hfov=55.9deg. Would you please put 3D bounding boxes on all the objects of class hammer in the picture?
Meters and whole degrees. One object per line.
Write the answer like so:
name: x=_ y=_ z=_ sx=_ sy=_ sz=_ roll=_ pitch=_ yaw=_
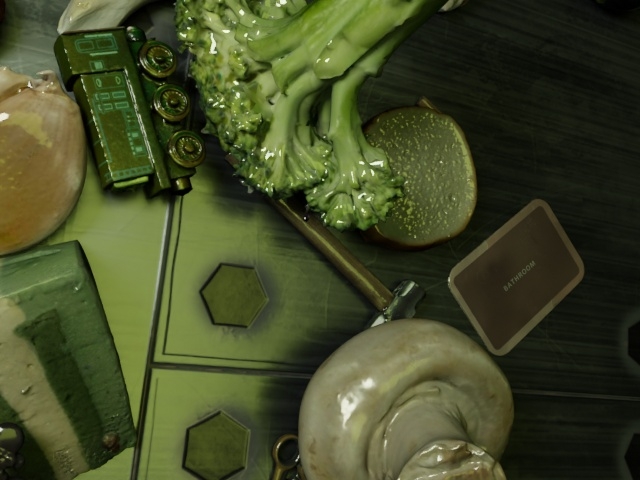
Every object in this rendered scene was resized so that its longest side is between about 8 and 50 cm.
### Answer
hammer: x=0.000 y=0.000 z=0.885 sx=0.365 sy=0.043 sz=0.111 roll=44 pitch=71 yaw=-10

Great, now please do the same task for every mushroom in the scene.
mushroom: x=-0.259 y=-0.325 z=0.801 sx=0.209 sy=0.084 sz=0.071 roll=-41 pitch=56 yaw=-16
mushroom: x=0.130 y=0.254 z=0.763 sx=0.298 sy=0.290 sz=0.297 roll=-2 pitch=97 yaw=-20

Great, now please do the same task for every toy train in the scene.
toy train: x=-0.238 y=-0.158 z=0.766 sx=0.137 sy=0.090 sz=0.225 roll=-17 pitch=90 yaw=-31

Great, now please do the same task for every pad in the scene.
pad: x=0.343 y=0.059 z=1.036 sx=0.266 sy=0.002 sz=0.176 roll=-36 pitch=98 yaw=-22

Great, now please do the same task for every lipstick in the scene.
lipstick: x=0.198 y=-0.202 z=0.999 sx=0.094 sy=0.019 sz=0.019 roll=39 pitch=71 yaw=-13

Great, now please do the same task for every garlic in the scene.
garlic: x=-0.382 y=-0.096 z=0.701 sx=0.228 sy=0.110 sz=0.217 roll=-39 pitch=110 yaw=-15

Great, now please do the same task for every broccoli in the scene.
broccoli: x=-0.013 y=-0.255 z=0.735 sx=0.353 sy=0.397 sz=0.274 roll=20 pitch=47 yaw=3

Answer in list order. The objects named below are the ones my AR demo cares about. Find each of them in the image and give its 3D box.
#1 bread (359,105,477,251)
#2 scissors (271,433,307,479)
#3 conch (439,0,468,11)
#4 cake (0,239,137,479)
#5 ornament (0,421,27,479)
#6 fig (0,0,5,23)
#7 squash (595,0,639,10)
bread: x=0.139 y=-0.092 z=0.934 sx=0.236 sy=0.070 sz=0.236 roll=3 pitch=81 yaw=-22
scissors: x=-0.070 y=0.375 z=0.818 sx=0.088 sy=0.017 sz=0.220 roll=37 pitch=72 yaw=-17
conch: x=0.211 y=-0.456 z=1.017 sx=0.105 sy=0.094 sz=0.176 roll=3 pitch=55 yaw=-9
cake: x=-0.303 y=0.148 z=0.668 sx=0.158 sy=0.172 sz=0.283 roll=-19 pitch=93 yaw=-21
ornament: x=-0.375 y=0.318 z=0.631 sx=0.251 sy=0.106 sz=0.260 roll=44 pitch=76 yaw=-17
fig: x=-0.415 y=-0.290 z=0.695 sx=0.119 sy=0.153 sz=0.119 roll=27 pitch=51 yaw=-40
squash: x=0.584 y=-0.558 z=1.124 sx=0.252 sy=0.165 sz=0.252 roll=3 pitch=81 yaw=-20
